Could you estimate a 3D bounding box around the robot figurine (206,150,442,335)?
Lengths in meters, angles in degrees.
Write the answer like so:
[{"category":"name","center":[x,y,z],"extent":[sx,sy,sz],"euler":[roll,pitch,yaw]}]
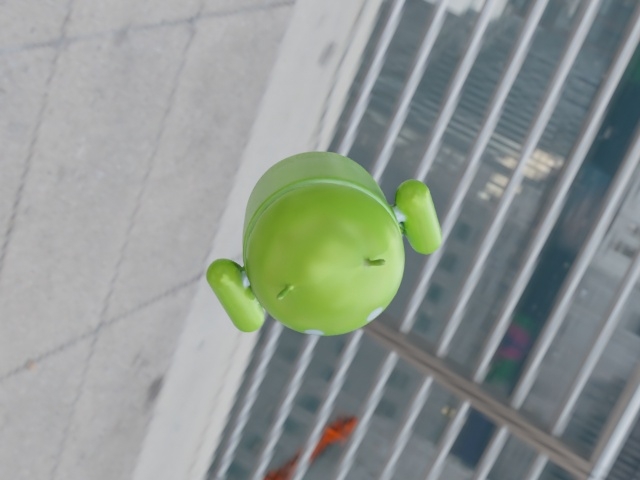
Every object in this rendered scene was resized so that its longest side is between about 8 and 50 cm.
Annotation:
[{"category":"robot figurine","center":[0.000,0.000,0.556],"extent":[0.101,0.067,0.115],"euler":[-21,-164,2]}]
